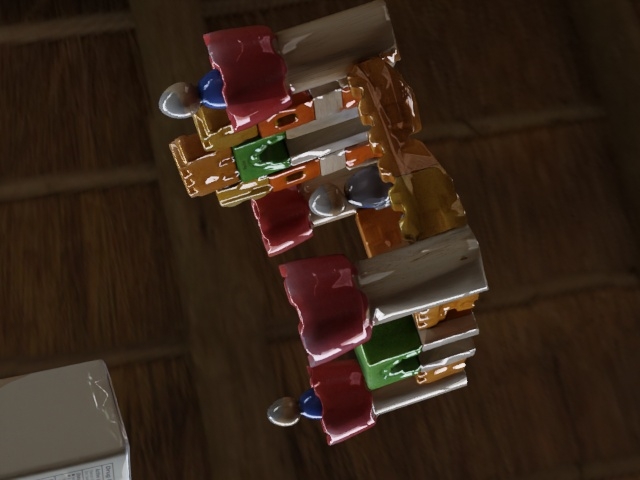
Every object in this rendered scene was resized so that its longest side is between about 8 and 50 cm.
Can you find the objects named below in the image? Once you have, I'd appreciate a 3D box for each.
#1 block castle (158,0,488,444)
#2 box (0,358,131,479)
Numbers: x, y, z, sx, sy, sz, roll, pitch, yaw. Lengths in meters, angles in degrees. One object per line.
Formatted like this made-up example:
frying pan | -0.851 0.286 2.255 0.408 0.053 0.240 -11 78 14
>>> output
block castle | 0.000 0.000 1.385 0.212 0.453 0.303 -18 -107 -3
box | -0.345 0.231 1.456 0.311 0.121 0.148 -10 -42 -15
